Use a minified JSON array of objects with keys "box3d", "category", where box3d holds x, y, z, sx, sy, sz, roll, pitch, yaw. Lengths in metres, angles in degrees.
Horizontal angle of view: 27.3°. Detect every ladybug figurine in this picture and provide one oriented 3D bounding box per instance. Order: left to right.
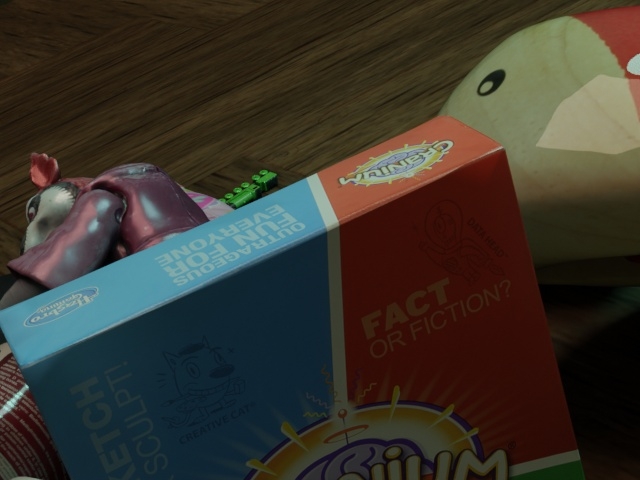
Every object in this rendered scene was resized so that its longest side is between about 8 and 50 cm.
[{"box3d":[0.275,-0.060,0.876,0.449,0.162,0.305,1,-9,-15],"category":"ladybug figurine"}]

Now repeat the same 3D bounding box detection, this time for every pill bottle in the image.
[{"box3d":[-0.238,0.152,0.998,0.121,0.121,0.221,1,32,34],"category":"pill bottle"}]

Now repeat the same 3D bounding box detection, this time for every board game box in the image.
[{"box3d":[0.011,0.129,0.662,0.242,0.317,0.064,-25,26,-14],"category":"board game box"}]

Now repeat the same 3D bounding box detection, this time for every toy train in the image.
[{"box3d":[-0.078,-0.051,1.424,0.023,0.017,0.083,20,44,37],"category":"toy train"}]

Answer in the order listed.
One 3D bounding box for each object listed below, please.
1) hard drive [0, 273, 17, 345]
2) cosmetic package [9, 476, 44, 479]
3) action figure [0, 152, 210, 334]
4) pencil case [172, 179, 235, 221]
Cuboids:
[{"box3d":[-0.292,0.100,1.213,0.172,0.054,0.255,-13,26,9],"category":"hard drive"},{"box3d":[-0.219,0.257,0.824,0.117,0.086,0.231,2,31,36],"category":"cosmetic package"},{"box3d":[-0.092,0.038,0.903,0.370,0.276,0.248,45,21,26],"category":"action figure"},{"box3d":[-0.123,0.011,1.192,0.124,0.124,0.284,-28,24,-20],"category":"pencil case"}]
